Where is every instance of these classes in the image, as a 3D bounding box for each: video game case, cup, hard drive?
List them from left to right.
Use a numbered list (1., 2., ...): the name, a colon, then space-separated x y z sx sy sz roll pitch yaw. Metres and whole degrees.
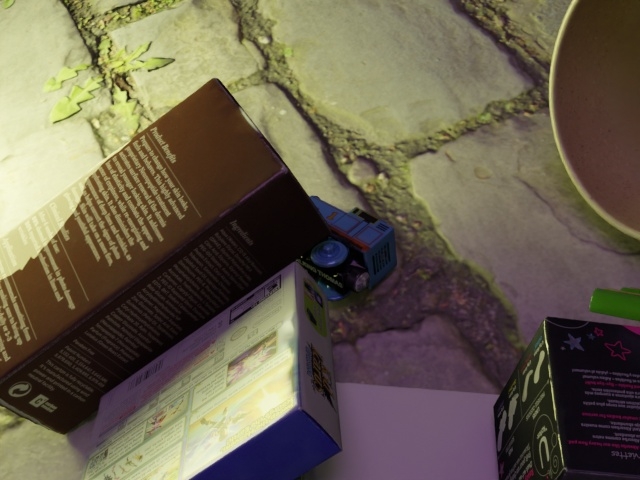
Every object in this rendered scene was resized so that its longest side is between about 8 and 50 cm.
1. video game case: -0.108 0.167 0.834 0.269 0.061 0.244 -35 22 14
2. hard drive: 0.108 0.287 0.758 0.233 0.047 0.353 7 47 -16
3. cup: 0.457 -0.169 0.986 0.237 0.331 0.331 -8 43 -30

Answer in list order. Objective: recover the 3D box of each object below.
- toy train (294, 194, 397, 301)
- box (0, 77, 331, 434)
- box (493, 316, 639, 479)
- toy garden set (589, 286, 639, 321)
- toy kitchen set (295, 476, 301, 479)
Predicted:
1. toy train: 0.000 0.000 1.064 0.184 0.080 0.105 29 53 35
2. box: -0.202 0.015 0.997 0.381 0.143 0.191 -37 51 1
3. box: 0.290 0.178 0.759 0.247 0.163 0.142 7 50 -3
4. toy garden set: 0.390 0.056 0.815 0.203 0.244 0.049 10 94 37
5. toy kitchen set: -0.079 0.283 0.837 0.166 0.122 0.207 25 39 29
